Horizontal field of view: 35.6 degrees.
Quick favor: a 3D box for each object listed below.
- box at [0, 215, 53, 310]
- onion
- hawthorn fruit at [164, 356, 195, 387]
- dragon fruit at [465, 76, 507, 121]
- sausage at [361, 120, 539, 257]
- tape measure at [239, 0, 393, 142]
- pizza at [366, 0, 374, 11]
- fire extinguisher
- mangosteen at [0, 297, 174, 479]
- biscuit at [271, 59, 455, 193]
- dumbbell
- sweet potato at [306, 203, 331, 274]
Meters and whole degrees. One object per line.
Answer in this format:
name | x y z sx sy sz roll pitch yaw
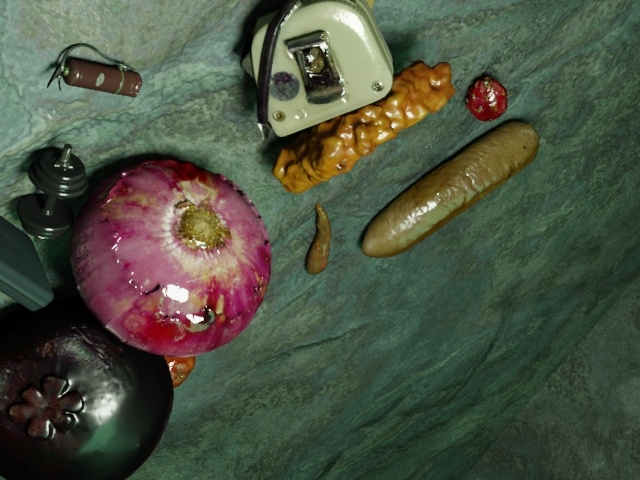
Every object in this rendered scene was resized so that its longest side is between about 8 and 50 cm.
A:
box | -0.533 0.015 1.636 0.050 0.160 0.230 -33 149 3
onion | -0.278 0.045 1.763 0.345 0.358 0.358 -40 150 24
hawthorn fruit | -0.333 0.263 2.193 0.128 0.128 0.128 -26 146 -19
dragon fruit | 0.378 -0.299 2.218 0.094 0.094 0.190 -42 159 6
sausage | 0.303 -0.118 2.340 0.501 0.123 0.136 -36 177 -4
tape measure | -0.033 -0.309 1.693 0.271 0.133 0.231 -19 124 19
pizza | 0.043 -0.471 1.711 0.181 0.034 0.262 -34 145 -7
fire extinguisher | -0.355 -0.266 1.574 0.157 0.045 0.078 4 101 -46
mangosteen | -0.466 0.290 1.893 0.382 0.382 0.435 -36 178 -3
biscuit | 0.072 -0.212 1.866 0.318 0.110 0.312 -35 -173 -26
dumbbell | -0.447 -0.076 1.665 0.099 0.099 0.208 -6 137 -41
sweet potato | 0.000 0.000 2.258 0.050 0.050 0.214 -19 139 -28
